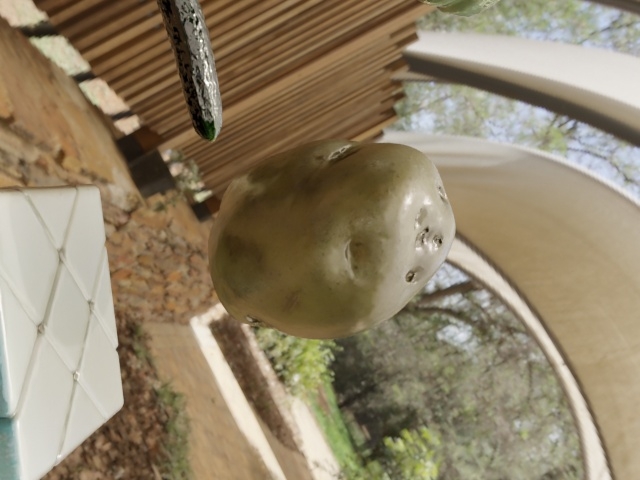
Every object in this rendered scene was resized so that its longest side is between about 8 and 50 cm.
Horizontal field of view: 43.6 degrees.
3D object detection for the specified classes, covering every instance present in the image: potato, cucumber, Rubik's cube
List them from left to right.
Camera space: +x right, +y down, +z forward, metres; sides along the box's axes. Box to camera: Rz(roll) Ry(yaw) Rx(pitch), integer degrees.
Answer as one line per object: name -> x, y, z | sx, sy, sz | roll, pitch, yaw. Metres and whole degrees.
Rubik's cube -> -0.444, 0.102, 0.948 | 0.319, 0.315, 0.322 | -45, 131, -82
cucumber -> -0.160, -0.227, 0.999 | 0.058, 0.052, 0.215 | -49, 129, -59
potato -> 0.000, 0.000, 0.953 | 0.221, 0.326, 0.243 | 51, 43, -34

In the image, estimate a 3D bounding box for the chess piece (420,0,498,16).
chess piece -> 0.062, -0.355, 0.720 | 0.299, 0.195, 0.195 | 25, 15, -23
